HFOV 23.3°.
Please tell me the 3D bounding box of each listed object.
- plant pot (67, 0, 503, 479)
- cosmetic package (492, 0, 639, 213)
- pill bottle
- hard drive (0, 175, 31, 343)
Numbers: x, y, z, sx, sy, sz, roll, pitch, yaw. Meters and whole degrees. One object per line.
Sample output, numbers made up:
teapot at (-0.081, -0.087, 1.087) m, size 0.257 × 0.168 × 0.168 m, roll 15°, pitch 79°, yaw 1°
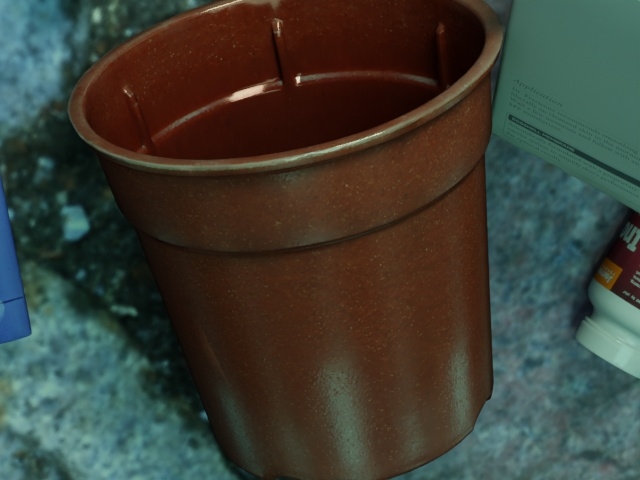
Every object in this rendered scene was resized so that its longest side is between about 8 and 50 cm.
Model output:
plant pot at (0.000, 0.000, 1.025) m, size 0.272 × 0.272 × 0.265 m, roll -18°, pitch 120°, yaw -10°
cosmetic package at (0.224, -0.176, 0.987) m, size 0.138 × 0.224 × 0.224 m, roll 30°, pitch 68°, yaw 12°
pill bottle at (0.261, 0.026, 1.191) m, size 0.086 × 0.086 × 0.152 m, roll 27°, pitch 98°, yaw -23°
hard drive at (-0.322, -0.065, 1.011) m, size 0.210 × 0.040 × 0.318 m, roll -12°, pitch 111°, yaw -12°
